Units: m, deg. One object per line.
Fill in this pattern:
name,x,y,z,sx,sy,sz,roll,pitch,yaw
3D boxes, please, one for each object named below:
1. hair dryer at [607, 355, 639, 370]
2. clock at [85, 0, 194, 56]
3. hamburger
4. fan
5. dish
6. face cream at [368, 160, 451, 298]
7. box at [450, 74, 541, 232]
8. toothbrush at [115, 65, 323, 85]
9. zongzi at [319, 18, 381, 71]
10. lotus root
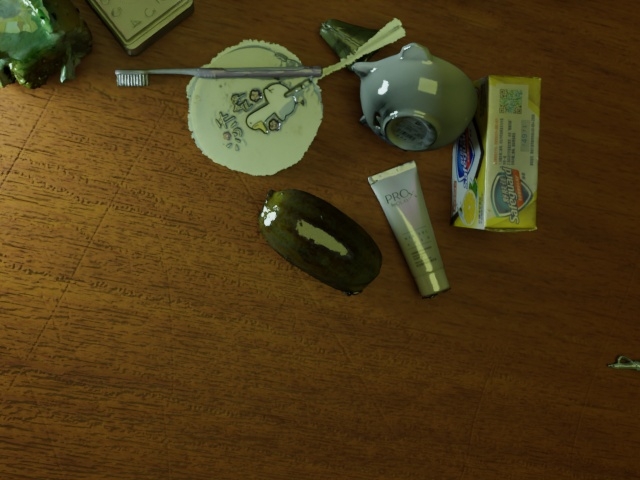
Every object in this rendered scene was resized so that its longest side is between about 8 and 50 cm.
hair dryer,0.678,0.272,1.572,0.199,0.067,0.167,-23,102,2
clock,-0.320,-0.427,1.343,0.147,0.071,0.192,-39,98,-6
hamburger,-0.495,-0.364,1.265,0.168,0.192,0.288,-43,100,-15
fan,-0.037,-0.267,1.403,0.415,0.012,0.233,-27,98,2
dish,0.147,-0.209,1.362,0.236,0.228,0.086,48,45,-41
face cream,0.171,-0.016,1.462,0.092,0.058,0.243,-21,90,-4
box,0.306,-0.148,1.423,0.097,0.168,0.265,1,94,-12
toothbrush,-0.173,-0.281,1.378,0.354,0.024,0.029,-2,104,-2
zongzi,0.067,-0.370,1.420,0.113,0.052,0.104,-41,103,1
lotus root,0.000,0.000,1.397,0.241,0.123,0.124,33,78,-12
